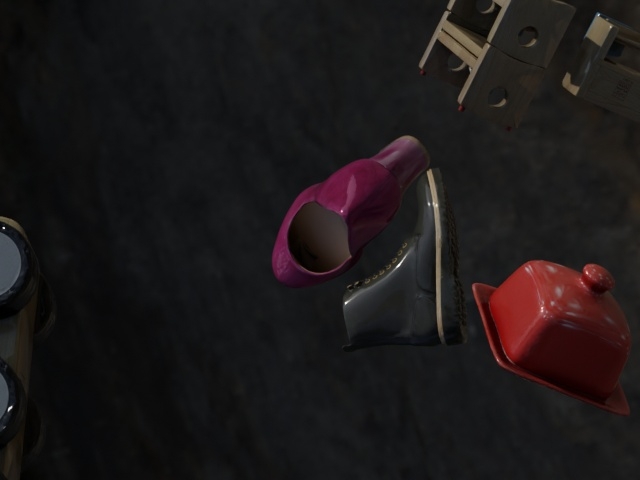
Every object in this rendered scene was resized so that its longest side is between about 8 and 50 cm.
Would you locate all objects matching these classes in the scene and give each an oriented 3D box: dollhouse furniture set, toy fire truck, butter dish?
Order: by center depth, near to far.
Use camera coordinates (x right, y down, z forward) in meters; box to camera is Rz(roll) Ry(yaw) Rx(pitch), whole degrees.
[{"bbox_3d":[-0.294,0.098,1.096,0.158,0.246,0.217,94,178,-74],"label":"toy fire truck"},{"bbox_3d":[0.215,-0.168,1.714,0.129,0.184,0.129,-64,23,14],"label":"dollhouse furniture set"},{"bbox_3d":[0.248,0.075,1.780,0.118,0.160,0.160,-60,20,26],"label":"butter dish"}]

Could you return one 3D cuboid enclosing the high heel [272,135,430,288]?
[{"bbox_3d":[0.000,0.000,1.561,0.082,0.117,0.244,51,140,-3],"label":"high heel"}]

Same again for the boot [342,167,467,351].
[{"bbox_3d":[0.082,0.023,1.964,0.077,0.137,0.198,53,-148,-64],"label":"boot"}]
